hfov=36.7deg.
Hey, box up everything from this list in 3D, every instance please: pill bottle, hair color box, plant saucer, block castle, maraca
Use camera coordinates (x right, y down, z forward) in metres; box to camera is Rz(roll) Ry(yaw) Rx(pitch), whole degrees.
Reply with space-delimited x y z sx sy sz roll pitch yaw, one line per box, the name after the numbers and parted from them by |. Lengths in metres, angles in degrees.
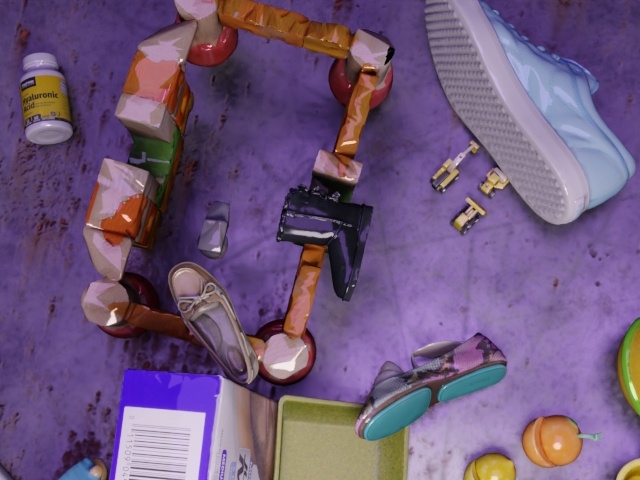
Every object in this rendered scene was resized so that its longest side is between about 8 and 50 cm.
-0.382 -0.197 1.333 0.065 0.065 0.116 -13 74 4 | pill bottle
-0.120 0.252 1.045 0.110 0.339 0.185 4 77 9 | hair color box
0.015 0.284 1.134 0.188 0.045 0.188 12 74 -32 | plant saucer
-0.101 -0.067 1.197 0.303 0.213 0.453 16 85 -1 | block castle
0.410 0.173 1.125 0.127 0.099 0.185 -19 88 -25 | maraca

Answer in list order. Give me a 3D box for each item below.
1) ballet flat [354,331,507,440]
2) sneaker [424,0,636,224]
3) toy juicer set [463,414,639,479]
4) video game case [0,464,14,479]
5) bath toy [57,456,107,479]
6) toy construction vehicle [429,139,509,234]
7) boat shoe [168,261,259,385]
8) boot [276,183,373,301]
0.121 0.169 1.156 0.221 0.077 0.079 -21 51 -24 | ballet flat
0.266 -0.195 1.235 0.150 0.135 0.366 -23 75 -20 | sneaker
0.238 0.349 1.106 0.209 0.089 0.329 35 83 14 | toy juicer set
-0.523 0.387 1.219 0.329 0.036 0.300 42 84 15 | video game case
-0.196 0.419 1.126 0.348 0.151 0.129 47 124 13 | bath toy
0.190 -0.071 1.245 0.098 0.035 0.086 -42 75 -4 | toy construction vehicle
-0.117 0.090 1.051 0.056 0.048 0.153 -28 88 -4 | boat shoe
0.000 0.000 1.066 0.099 0.045 0.121 13 77 -4 | boot
